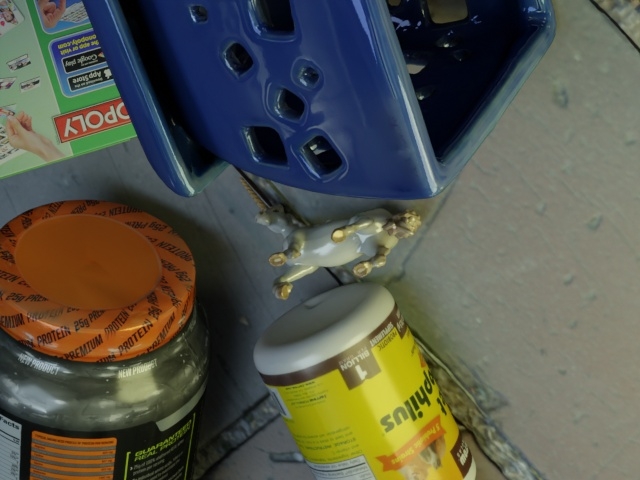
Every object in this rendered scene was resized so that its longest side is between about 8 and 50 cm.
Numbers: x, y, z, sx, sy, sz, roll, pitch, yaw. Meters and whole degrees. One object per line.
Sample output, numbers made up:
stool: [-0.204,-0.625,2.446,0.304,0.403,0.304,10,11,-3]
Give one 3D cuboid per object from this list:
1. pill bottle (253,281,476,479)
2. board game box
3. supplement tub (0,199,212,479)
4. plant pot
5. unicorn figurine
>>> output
pill bottle: [0.043,0.148,1.196,0.117,0.117,0.215,-14,110,39]
board game box: [-0.233,-0.151,1.097,0.046,0.317,0.214,-125,20,-62]
supplement tub: [-0.202,0.146,1.301,0.207,0.207,0.338,26,129,18]
plant pot: [-0.011,-0.167,0.939,0.212,0.236,0.236,-7,117,31]
unicorn figurine: [0.000,0.000,1.153,0.162,0.111,0.060,2,110,17]
